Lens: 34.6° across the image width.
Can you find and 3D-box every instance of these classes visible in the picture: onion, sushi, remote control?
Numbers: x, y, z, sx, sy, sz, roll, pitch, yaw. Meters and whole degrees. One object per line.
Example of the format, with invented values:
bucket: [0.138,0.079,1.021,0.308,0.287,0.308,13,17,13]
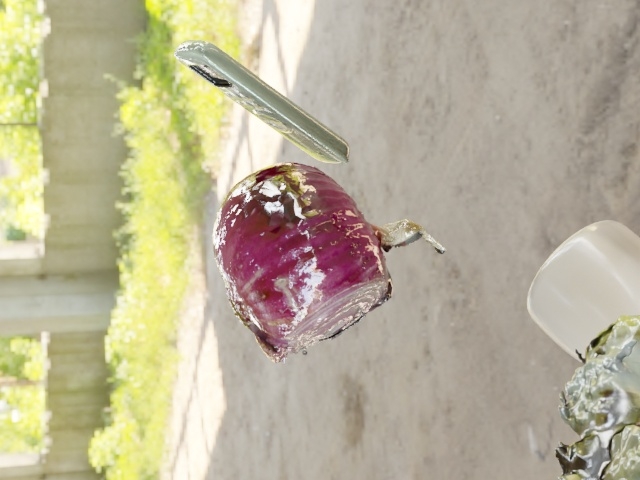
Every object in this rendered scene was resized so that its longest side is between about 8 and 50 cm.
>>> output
onion: [-0.028,0.009,1.335,0.256,0.272,0.230,27,160,29]
sushi: [0.269,0.168,0.831,0.139,0.131,0.291,-49,11,38]
remote control: [-0.076,-0.196,1.475,0.090,0.309,0.038,15,76,53]

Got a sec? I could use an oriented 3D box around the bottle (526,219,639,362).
bottle: [0.349,0.102,1.101,0.236,0.147,0.148,48,142,32]
